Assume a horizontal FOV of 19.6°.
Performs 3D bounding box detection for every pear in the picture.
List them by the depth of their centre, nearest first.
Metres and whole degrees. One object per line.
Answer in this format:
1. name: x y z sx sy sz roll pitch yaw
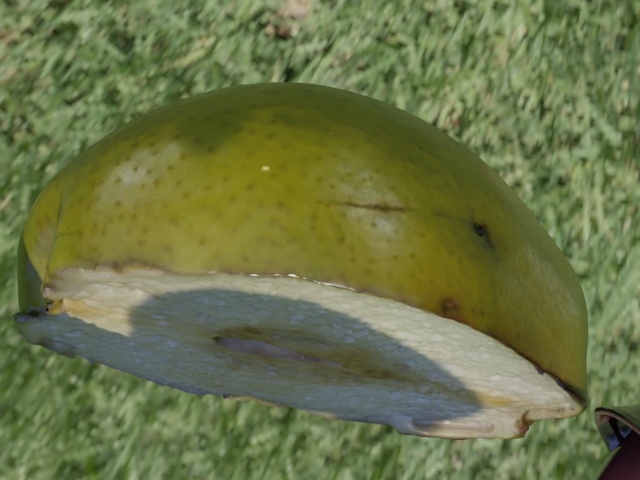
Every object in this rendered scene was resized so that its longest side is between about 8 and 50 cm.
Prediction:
1. pear: 0.000 0.000 1.263 0.386 0.191 0.340 14 161 -20

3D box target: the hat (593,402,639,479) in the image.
1. hat: 0.229 0.192 1.184 0.089 0.205 0.205 -37 107 -4
